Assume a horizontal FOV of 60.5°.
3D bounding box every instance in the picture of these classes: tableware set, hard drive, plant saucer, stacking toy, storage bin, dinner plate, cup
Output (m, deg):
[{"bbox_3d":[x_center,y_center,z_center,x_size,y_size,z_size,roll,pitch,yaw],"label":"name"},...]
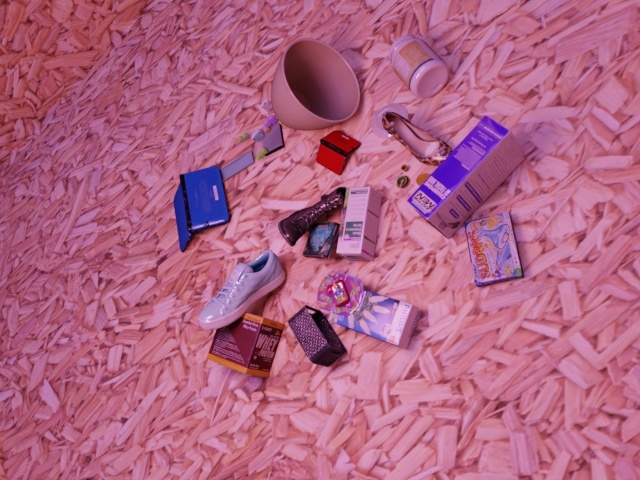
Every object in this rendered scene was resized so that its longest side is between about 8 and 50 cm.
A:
[{"bbox_3d":[0.311,-0.194,1.826,0.104,0.024,0.154,-43,54,12],"label":"tableware set"},{"bbox_3d":[-0.197,-0.420,2.244,0.094,0.022,0.135,-23,61,24],"label":"hard drive"},{"bbox_3d":[-0.356,-0.307,2.308,0.192,0.018,0.067,-28,59,21],"label":"plant saucer"},{"bbox_3d":[-0.232,-0.454,2.233,0.221,0.052,0.167,-50,53,8],"label":"stacking toy"},{"bbox_3d":[-0.012,0.310,1.780,0.084,0.122,0.180,-42,55,12],"label":"storage bin"},{"bbox_3d":[0.245,-0.432,1.965,0.141,0.017,0.141,-13,64,28],"label":"dinner plate"},{"bbox_3d":[-0.053,-0.542,2.049,0.237,0.331,0.330,-28,55,53],"label":"cup"}]

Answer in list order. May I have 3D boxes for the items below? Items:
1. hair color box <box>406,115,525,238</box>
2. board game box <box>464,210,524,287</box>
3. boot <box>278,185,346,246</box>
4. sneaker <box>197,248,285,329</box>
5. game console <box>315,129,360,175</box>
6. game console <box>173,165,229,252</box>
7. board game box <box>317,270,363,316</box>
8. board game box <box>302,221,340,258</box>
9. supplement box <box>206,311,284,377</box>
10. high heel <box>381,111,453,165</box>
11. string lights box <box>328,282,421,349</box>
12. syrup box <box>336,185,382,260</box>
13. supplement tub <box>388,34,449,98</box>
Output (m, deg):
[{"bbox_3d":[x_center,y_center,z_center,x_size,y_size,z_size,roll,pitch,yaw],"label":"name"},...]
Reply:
[{"bbox_3d":[0.435,-0.182,1.639,0.338,0.185,0.110,-49,53,7],"label":"hair color box"},{"bbox_3d":[0.505,0.026,1.606,0.136,0.035,0.201,-17,63,27],"label":"board game box"},{"bbox_3d":[-0.018,-0.098,1.895,0.229,0.091,0.263,-31,15,24],"label":"boot"},{"bbox_3d":[-0.288,0.154,1.895,0.135,0.150,0.366,16,44,42],"label":"sneaker"},{"bbox_3d":[0.065,-0.329,2.045,0.124,0.085,0.144,-37,50,-22],"label":"game console"},{"bbox_3d":[-0.512,-0.133,2.326,0.251,0.173,0.292,-15,62,-3],"label":"game console"},{"bbox_3d":[0.053,0.166,1.753,0.169,0.033,0.133,15,79,37],"label":"board game box"},{"bbox_3d":[0.000,0.000,1.895,0.186,0.026,0.126,-1,68,66],"label":"board game box"},{"bbox_3d":[-0.260,0.353,1.921,0.192,0.129,0.194,10,78,36],"label":"supplement box"},{"bbox_3d":[0.314,-0.328,1.772,0.261,0.186,0.093,36,93,37],"label":"high heel"},{"bbox_3d":[0.167,0.234,1.720,0.260,0.077,0.133,14,79,36],"label":"string lights box"},{"bbox_3d":[0.132,-0.054,1.843,0.093,0.096,0.236,-1,71,34],"label":"syrup box"},{"bbox_3d":[0.334,-0.603,1.892,0.144,0.144,0.199,-39,55,15],"label":"supplement tub"}]
